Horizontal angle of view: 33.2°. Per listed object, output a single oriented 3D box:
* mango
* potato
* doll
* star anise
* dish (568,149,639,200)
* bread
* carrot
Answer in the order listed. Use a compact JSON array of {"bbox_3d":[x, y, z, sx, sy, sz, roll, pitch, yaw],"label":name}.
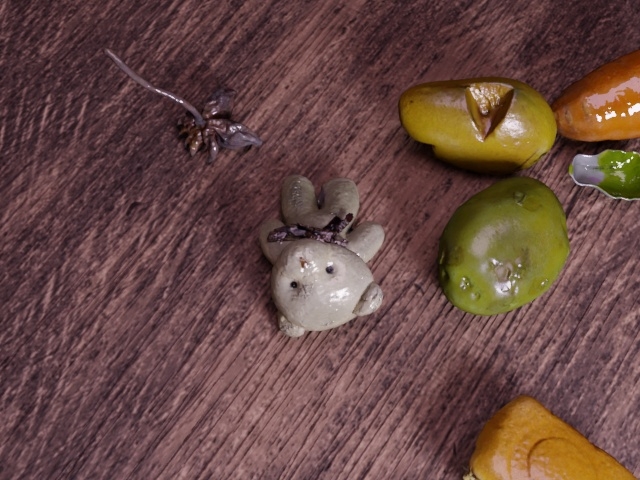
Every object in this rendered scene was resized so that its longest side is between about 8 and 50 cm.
[{"bbox_3d":[0.254,-0.193,1.752,0.261,0.167,0.130,4,49,-1],"label":"mango"},{"bbox_3d":[0.285,0.008,1.653,0.186,0.148,0.253,31,65,11],"label":"potato"},{"bbox_3d":[-0.005,0.000,1.637,0.175,0.149,0.278,-20,48,19],"label":"doll"},{"bbox_3d":[-0.207,-0.235,1.685,0.218,0.227,0.148,10,69,11],"label":"star anise"},{"bbox_3d":[0.478,-0.106,1.796,0.137,0.039,0.091,6,68,-3],"label":"dish"},{"bbox_3d":[0.324,0.343,1.506,0.245,0.121,0.174,38,66,14],"label":"bread"},{"bbox_3d":[0.494,-0.226,1.807,0.225,0.159,0.159,-20,67,-5],"label":"carrot"}]
